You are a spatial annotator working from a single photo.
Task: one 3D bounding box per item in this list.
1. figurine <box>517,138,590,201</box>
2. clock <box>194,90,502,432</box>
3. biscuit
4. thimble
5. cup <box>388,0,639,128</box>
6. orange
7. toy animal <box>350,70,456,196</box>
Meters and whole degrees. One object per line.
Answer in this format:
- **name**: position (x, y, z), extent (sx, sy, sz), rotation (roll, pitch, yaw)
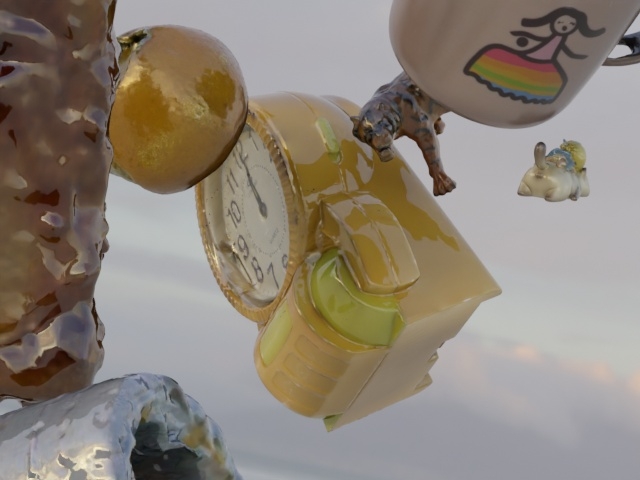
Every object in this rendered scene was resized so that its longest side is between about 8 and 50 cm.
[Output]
- **figurine**: position (0.202, -0.060, 1.624), extent (0.047, 0.050, 0.083), rotation (18, 15, 29)
- **clock**: position (0.000, 0.000, 1.885), extent (0.200, 0.317, 0.244), rotation (-12, -29, -33)
- **biscuit**: position (-0.302, -0.098, 1.232), extent (0.343, 0.395, 0.166), rotation (5, 4, -19)
- **thimble**: position (-0.115, 0.149, 1.010), extent (0.118, 0.127, 0.151), rotation (-18, -58, 21)
- **cup**: position (0.195, -0.206, 1.580), extent (0.253, 0.191, 0.200), rotation (11, -46, -19)
- **orange**: position (-0.137, -0.118, 1.655), extent (0.156, 0.156, 0.134), rotation (5, -39, 44)
- **toy animal**: position (0.140, -0.163, 1.802), extent (0.116, 0.255, 0.114), rotation (49, -2, -35)
